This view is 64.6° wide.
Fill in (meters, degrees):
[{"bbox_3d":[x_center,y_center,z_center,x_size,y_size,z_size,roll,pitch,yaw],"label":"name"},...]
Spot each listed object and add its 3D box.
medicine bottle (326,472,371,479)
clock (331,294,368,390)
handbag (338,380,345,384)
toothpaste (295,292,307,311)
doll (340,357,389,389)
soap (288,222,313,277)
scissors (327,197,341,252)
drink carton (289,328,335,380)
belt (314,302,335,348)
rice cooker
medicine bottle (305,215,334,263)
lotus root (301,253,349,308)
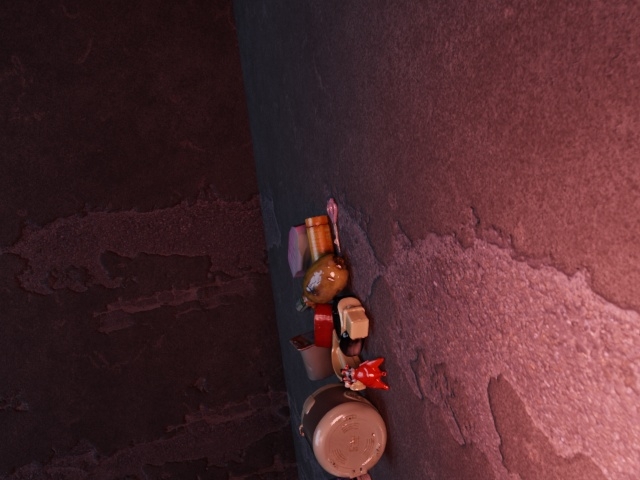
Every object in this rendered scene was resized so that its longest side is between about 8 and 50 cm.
[{"bbox_3d":[0.113,1.020,2.075,0.107,0.192,0.106,171,90,-76],"label":"medicine bottle"},{"bbox_3d":[0.104,0.392,1.877,0.276,0.120,0.378,-122,27,-64],"label":"clock"},{"bbox_3d":[0.101,0.639,2.169,0.111,0.047,0.072,142,117,-76],"label":"handbag"},{"bbox_3d":[-0.069,0.298,2.577,0.392,0.061,0.098,123,131,-63],"label":"toothpaste"},{"bbox_3d":[0.146,0.456,1.718,0.057,0.169,0.109,-12,-88,-66],"label":"doll"},{"bbox_3d":[-0.079,0.038,2.354,0.323,0.109,0.192,98,157,-46],"label":"soap"},{"bbox_3d":[0.054,-0.057,1.962,0.110,0.021,0.212,176,86,-77],"label":"scissors"},{"bbox_3d":[-0.009,0.516,2.283,0.185,0.191,0.189,180,71,-72],"label":"drink carton"},{"bbox_3d":[0.039,0.352,2.079,0.128,0.124,0.200,-72,-17,-65],"label":"belt"},{"bbox_3d":[0.082,0.681,1.842,0.277,0.289,0.288,-165,66,-76],"label":"rice cooker"},{"bbox_3d":[0.000,0.000,2.051,0.096,0.097,0.191,160,101,-75],"label":"medicine bottle"},{"bbox_3d":[0.003,0.167,1.949,0.278,0.154,0.154,-53,42,35],"label":"lotus root"}]
